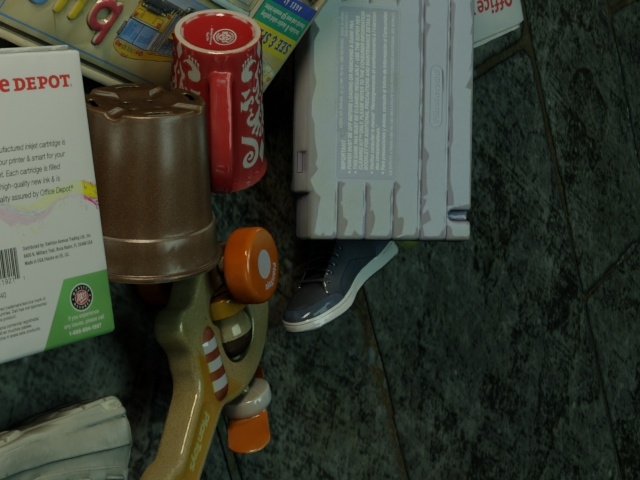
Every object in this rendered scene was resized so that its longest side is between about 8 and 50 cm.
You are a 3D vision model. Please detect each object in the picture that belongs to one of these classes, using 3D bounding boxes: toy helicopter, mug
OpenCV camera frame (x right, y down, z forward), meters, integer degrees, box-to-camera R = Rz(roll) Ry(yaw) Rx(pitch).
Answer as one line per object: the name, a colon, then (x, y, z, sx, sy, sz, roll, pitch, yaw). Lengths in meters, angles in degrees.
toy helicopter: (-0.124, 0.168, 1.633, 0.235, 0.140, 0.355, 62, 34, -48)
mug: (-0.100, -0.141, 1.603, 0.113, 0.150, 0.169, -20, 134, -29)

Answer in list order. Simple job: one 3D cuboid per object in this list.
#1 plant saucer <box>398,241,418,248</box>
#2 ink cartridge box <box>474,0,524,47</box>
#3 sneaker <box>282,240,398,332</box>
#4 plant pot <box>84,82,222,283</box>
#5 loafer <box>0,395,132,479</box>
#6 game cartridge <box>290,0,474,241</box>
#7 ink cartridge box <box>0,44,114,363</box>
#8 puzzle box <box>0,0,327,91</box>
plant saucer: (0.099, -0.108, 2.011, 0.241, 0.037, 0.241, -17, 90, -73)
ink cartridge box: (0.111, -0.443, 2.018, 0.285, 0.166, 0.395, -29, 110, -52)
sneaker: (-0.001, 0.000, 1.885, 0.226, 0.086, 0.163, -47, 123, -45)
plant pot: (-0.178, -0.063, 1.519, 0.167, 0.167, 0.165, -26, 126, -54)
loafer: (-0.283, 0.230, 1.422, 0.319, 0.112, 0.111, -15, 91, -56)
game cartridge: (0.075, -0.176, 1.845, 0.230, 0.068, 0.355, 1, 91, -20)
ink cartridge box: (-0.311, -0.032, 1.400, 0.201, 0.117, 0.278, -15, 99, -56)
puzzle box: (-0.154, -0.276, 1.579, 0.272, 0.052, 0.409, -54, 145, 11)
